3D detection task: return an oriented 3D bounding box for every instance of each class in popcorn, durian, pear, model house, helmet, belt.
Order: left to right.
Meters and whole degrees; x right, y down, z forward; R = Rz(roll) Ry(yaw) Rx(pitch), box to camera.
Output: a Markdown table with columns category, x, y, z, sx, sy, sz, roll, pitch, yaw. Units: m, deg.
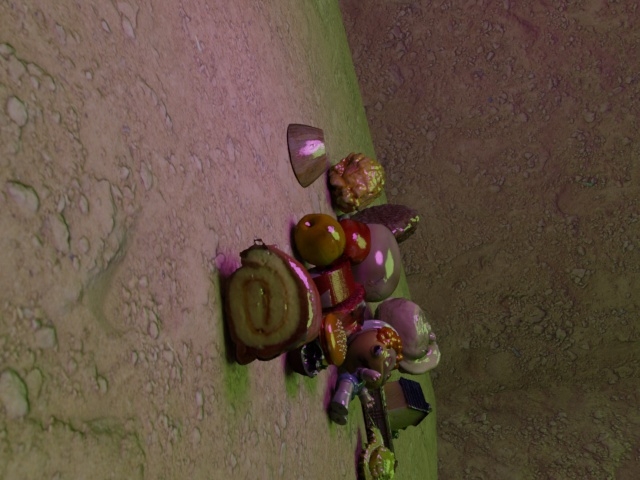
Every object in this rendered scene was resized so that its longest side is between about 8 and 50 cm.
| category | x | y | z | sx | sy | sz | roll | pitch | yaw |
| --- | --- | --- | --- | --- | --- | --- | --- | --- | --- |
| helmet | -0.045 | 0.296 | 1.461 | 0.098 | 0.070 | 0.123 | 65 | 31 | -20 |
| pear | 0.000 | 0.000 | 1.682 | 0.148 | 0.149 | 0.162 | -81 | 149 | -51 |
| belt | 0.030 | 0.136 | 1.715 | 0.201 | 0.128 | 0.124 | -29 | 107 | -63 |
| popcorn | 0.135 | -0.229 | 2.251 | 0.212 | 0.259 | 0.259 | 58 | 9 | 17 |
| durian | 0.183 | 0.756 | 1.915 | 0.106 | 0.132 | 0.375 | 104 | -11 | -63 |
| model house | 0.327 | 0.656 | 2.273 | 0.194 | 0.212 | 0.170 | -96 | 169 | -66 |

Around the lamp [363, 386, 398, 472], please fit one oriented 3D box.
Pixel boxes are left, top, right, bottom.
| category | x | y | z | sx | sy | sz | roll | pitch | yaw |
| --- | --- | --- | --- | --- | --- | --- | --- | --- | --- |
| lamp | 0.215 | 0.685 | 2.120 | 0.090 | 0.089 | 0.325 | 9 | 72 | -75 |

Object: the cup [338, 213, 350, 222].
| category | x | y | z | sx | sy | sz | roll | pitch | yaw |
| --- | --- | --- | --- | --- | --- | --- | --- | --- | --- |
| cup | 0.090 | -0.059 | 2.272 | 0.054 | 0.075 | 0.083 | 140 | -57 | -64 |

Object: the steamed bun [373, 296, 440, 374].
| category | x | y | z | sx | sy | sz | roll | pitch | yaw |
| --- | --- | --- | --- | --- | --- | --- | --- | --- | --- |
| steamed bun | 0.336 | 0.427 | 2.447 | 0.339 | 0.247 | 0.352 | 64 | -18 | -14 |

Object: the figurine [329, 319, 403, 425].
| category | x | y | z | sx | sy | sz | roll | pitch | yaw |
| --- | --- | --- | --- | --- | --- | --- | --- | --- | --- |
| figurine | 0.123 | 0.398 | 1.816 | 0.382 | 0.205 | 0.224 | -32 | 135 | -60 |

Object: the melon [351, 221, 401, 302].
| category | x | y | z | sx | sy | sz | roll | pitch | yaw |
| --- | --- | --- | --- | --- | --- | --- | --- | --- | --- |
| melon | 0.197 | 0.087 | 2.194 | 0.223 | 0.223 | 0.316 | 51 | 42 | -61 |

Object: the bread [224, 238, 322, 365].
| category | x | y | z | sx | sy | sz | roll | pitch | yaw |
| --- | --- | --- | --- | --- | --- | --- | --- | --- | --- |
| bread | -0.098 | 0.122 | 1.186 | 0.123 | 0.190 | 0.244 | 72 | 7 | -79 |

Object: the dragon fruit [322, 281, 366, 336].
| category | x | y | z | sx | sy | sz | roll | pitch | yaw |
| --- | --- | --- | --- | --- | --- | --- | --- | --- | --- |
| dragon fruit | 0.091 | 0.243 | 1.852 | 0.274 | 0.126 | 0.161 | -47 | 137 | -60 |

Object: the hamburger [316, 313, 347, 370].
| category | x | y | z | sx | sy | sz | roll | pitch | yaw |
| --- | --- | --- | --- | --- | --- | --- | --- | --- | --- |
| hamburger | 0.010 | 0.280 | 1.585 | 0.162 | 0.115 | 0.162 | -11 | 90 | -77 |

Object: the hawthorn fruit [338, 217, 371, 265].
| category | x | y | z | sx | sy | sz | roll | pitch | yaw |
| --- | --- | --- | --- | --- | --- | --- | --- | --- | --- |
| hawthorn fruit | 0.102 | 0.019 | 2.035 | 0.169 | 0.169 | 0.188 | 64 | 20 | -44 |

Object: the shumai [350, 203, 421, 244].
| category | x | y | z | sx | sy | sz | roll | pitch | yaw |
| --- | --- | --- | --- | --- | --- | --- | --- | --- | --- |
| shumai | 0.288 | 0.000 | 2.480 | 0.267 | 0.314 | 0.262 | -101 | 176 | -58 |

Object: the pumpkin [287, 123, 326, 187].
| category | x | y | z | sx | sy | sz | roll | pitch | yaw |
| --- | --- | --- | --- | --- | --- | --- | --- | --- | --- |
| pumpkin | -0.027 | -0.290 | 1.883 | 0.217 | 0.110 | 0.217 | -14 | 90 | -80 |
